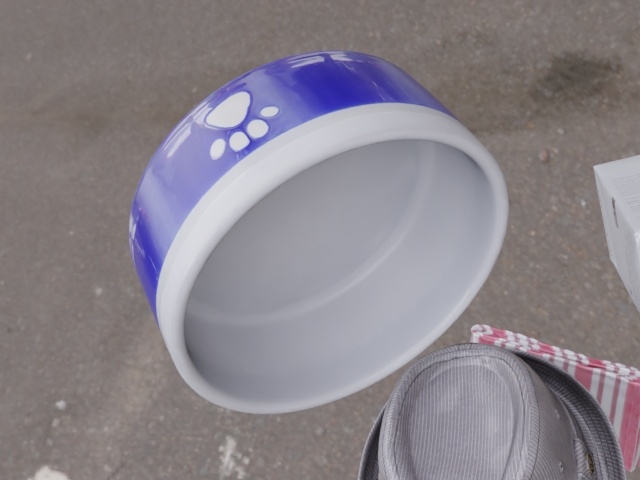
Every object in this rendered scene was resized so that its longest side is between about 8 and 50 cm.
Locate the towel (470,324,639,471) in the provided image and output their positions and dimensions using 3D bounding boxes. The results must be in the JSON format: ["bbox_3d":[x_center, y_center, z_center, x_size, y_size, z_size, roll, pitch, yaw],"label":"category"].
[{"bbox_3d":[0.254,0.167,0.970,0.197,0.144,0.029,16,44,26],"label":"towel"}]

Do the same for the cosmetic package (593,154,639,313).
[{"bbox_3d":[0.329,-0.001,0.871,0.085,0.117,0.231,-13,16,10],"label":"cosmetic package"}]

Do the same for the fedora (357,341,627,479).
[{"bbox_3d":[0.131,0.199,0.773,0.243,0.124,0.275,-1,57,25],"label":"fedora"}]

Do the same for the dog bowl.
[{"bbox_3d":[0.000,0.000,0.660,0.265,0.265,0.104,-48,49,16],"label":"dog bowl"}]
